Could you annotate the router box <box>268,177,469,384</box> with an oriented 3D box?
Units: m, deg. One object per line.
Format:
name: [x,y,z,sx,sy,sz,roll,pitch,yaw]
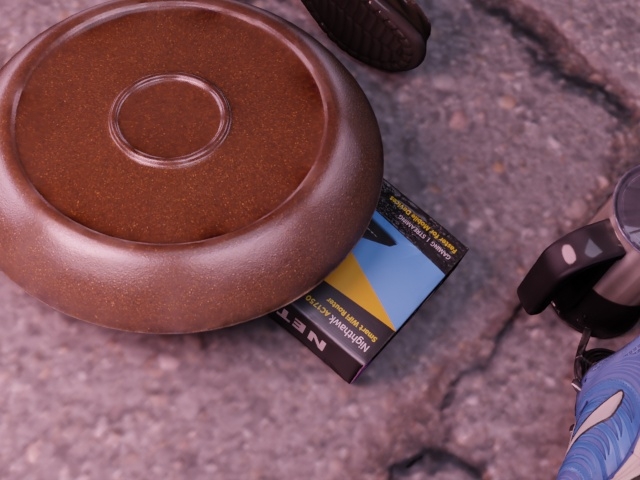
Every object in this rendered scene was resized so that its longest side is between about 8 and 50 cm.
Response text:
router box: [0.000,0.000,1.101,0.179,0.046,0.133,39,62,8]

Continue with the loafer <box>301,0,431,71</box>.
loafer: [0.015,-0.229,1.203,0.220,0.080,0.078,45,62,10]

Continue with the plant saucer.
plant saucer: [-0.108,-0.076,1.071,0.311,0.050,0.310,1,55,-1]

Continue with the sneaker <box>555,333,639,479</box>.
sneaker: [0.223,0.161,1.006,0.130,0.147,0.330,34,92,-9]

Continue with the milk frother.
milk frother: [0.233,0.043,1.091,0.129,0.135,0.143,-34,76,-26]
